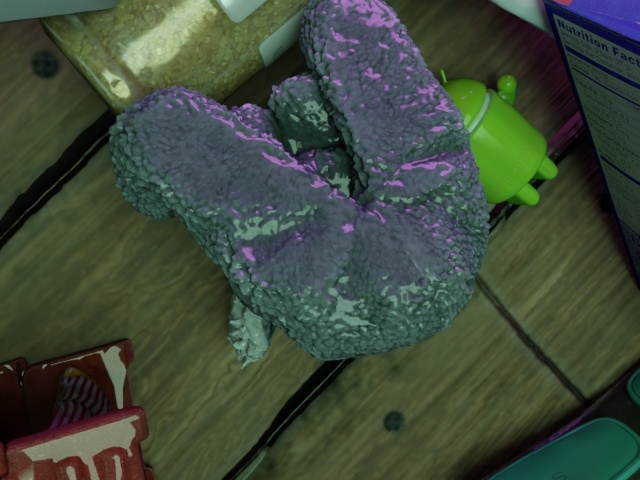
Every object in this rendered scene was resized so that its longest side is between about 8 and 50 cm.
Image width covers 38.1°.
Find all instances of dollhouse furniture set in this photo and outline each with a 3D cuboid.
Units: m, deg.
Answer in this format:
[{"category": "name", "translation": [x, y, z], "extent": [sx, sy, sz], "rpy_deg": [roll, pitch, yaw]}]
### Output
[{"category": "dollhouse furniture set", "translation": [-0.161, 0.270, 0.593], "extent": [0.152, 0.201, 0.374], "rpy_deg": [-10, 100, -13]}]

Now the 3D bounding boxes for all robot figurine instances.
[{"category": "robot figurine", "translation": [0.118, -0.073, 0.683], "extent": [0.115, 0.067, 0.101], "rpy_deg": [36, 87, -16]}]

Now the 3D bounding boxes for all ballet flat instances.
[{"category": "ballet flat", "translation": [0.268, 0.174, 0.747], "extent": [0.348, 0.123, 0.123], "rpy_deg": [-29, 104, -9]}]

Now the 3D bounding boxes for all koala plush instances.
[{"category": "koala plush", "translation": [0.000, 0.000, 0.596], "extent": [0.196, 0.221, 0.203], "rpy_deg": [-32, 74, -15]}]

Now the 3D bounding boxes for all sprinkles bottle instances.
[{"category": "sprinkles bottle", "translation": [-0.010, -0.211, 0.601], "extent": [0.355, 0.121, 0.121], "rpy_deg": [-41, 106, -5]}]

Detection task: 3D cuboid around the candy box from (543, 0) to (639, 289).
[{"category": "candy box", "translation": [0.323, -0.111, 0.646], "extent": [0.268, 0.122, 0.317], "rpy_deg": [-39, 132, -6]}]

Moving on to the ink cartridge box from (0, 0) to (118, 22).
[{"category": "ink cartridge box", "translation": [-0.225, -0.252, 0.459], "extent": [0.309, 0.272, 0.130], "rpy_deg": [40, 117, 6]}]

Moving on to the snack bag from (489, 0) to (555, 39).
[{"category": "snack bag", "translation": [0.232, -0.277, 0.627], "extent": [0.342, 0.037, 0.323], "rpy_deg": [14, 96, -42]}]
